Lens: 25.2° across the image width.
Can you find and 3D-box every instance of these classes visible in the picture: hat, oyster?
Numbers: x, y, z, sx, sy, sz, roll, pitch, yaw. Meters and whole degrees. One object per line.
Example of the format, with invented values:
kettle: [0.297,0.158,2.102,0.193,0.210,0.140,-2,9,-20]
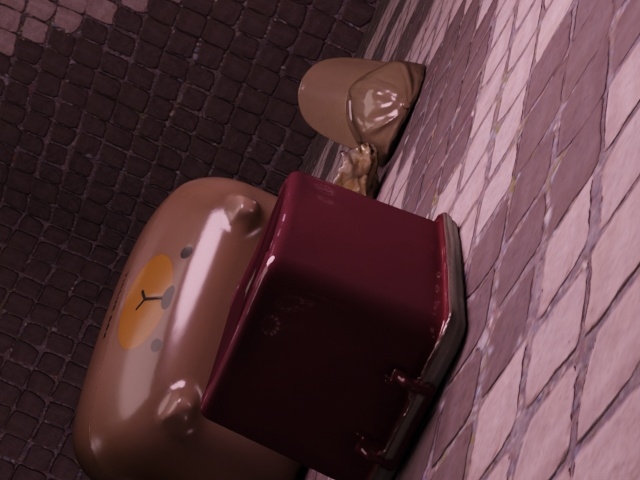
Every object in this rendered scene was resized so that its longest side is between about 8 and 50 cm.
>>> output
hat: [0.052,-0.215,2.095,0.144,0.173,0.166,99,-168,-80]
oyster: [0.036,-0.036,2.018,0.209,0.072,0.133,-55,-27,-8]

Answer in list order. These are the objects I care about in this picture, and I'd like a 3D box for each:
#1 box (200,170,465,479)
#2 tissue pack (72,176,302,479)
box: [0.012,0.066,1.222,0.294,0.167,0.193,-81,16,-70]
tissue pack: [-0.116,0.126,1.674,0.277,0.267,0.387,-22,45,59]
